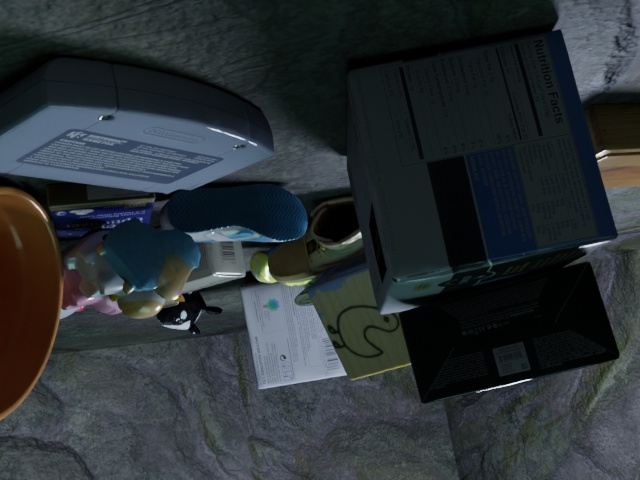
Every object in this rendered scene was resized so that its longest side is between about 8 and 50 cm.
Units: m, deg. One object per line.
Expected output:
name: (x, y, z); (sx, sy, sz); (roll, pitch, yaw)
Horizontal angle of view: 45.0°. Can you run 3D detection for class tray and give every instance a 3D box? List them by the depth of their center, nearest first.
tray: (0.526, -0.142, 1.215); (0.410, 0.076, 0.203); (-4, 167, -24)

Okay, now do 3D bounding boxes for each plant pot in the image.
plant pot: (-0.483, 0.072, 0.953); (0.203, 0.291, 0.291); (4, 171, 11)

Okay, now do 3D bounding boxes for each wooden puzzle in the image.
wooden puzzle: (-0.291, 0.108, 1.351); (0.116, 0.014, 0.078); (-12, 166, 4)

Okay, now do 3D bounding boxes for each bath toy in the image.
bath toy: (-0.329, 0.054, 1.162); (0.348, 0.152, 0.129); (-14, -159, 45)

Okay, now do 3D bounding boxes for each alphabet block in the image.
alphabet block: (0.122, 0.120, 1.470); (0.192, 0.197, 0.193); (-22, -172, 33)

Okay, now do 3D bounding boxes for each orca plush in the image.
orca plush: (-0.310, 0.154, 1.917); (0.102, 0.151, 0.287); (-44, 158, 9)

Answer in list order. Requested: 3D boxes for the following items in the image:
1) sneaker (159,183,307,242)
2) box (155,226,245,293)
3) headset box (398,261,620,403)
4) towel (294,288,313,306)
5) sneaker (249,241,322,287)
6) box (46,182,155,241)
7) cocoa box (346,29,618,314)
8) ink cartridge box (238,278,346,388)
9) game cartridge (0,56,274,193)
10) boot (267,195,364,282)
sneaker: (-0.129, -0.038, 1.166); (0.228, 0.088, 0.092); (4, 171, -26)
box: (-0.269, 0.040, 1.344); (0.275, 0.113, 0.094); (-15, 169, 31)
headset box: (0.239, 0.116, 0.961); (0.218, 0.110, 0.293); (-17, 169, 16)
towel: (0.081, 0.074, 1.748); (0.209, 0.034, 0.285); (-15, -169, 26)
sneaker: (-0.027, 0.043, 1.621); (0.126, 0.091, 0.240); (-28, 165, 40)
box: (-0.314, -0.037, 1.111); (0.136, 0.037, 0.225); (-6, 170, -17)
cocoa box: (0.162, -0.056, 0.913); (0.227, 0.232, 0.347); (-12, 169, 0)
ink cartridge box: (0.016, 0.205, 1.954); (0.395, 0.270, 0.151); (-9, -174, 3)
game cartridge: (-0.197, -0.110, 0.803); (0.198, 0.062, 0.297); (-23, 164, 34)
boot: (0.000, 0.000, 1.390); (0.261, 0.095, 0.203); (-19, 168, 12)
